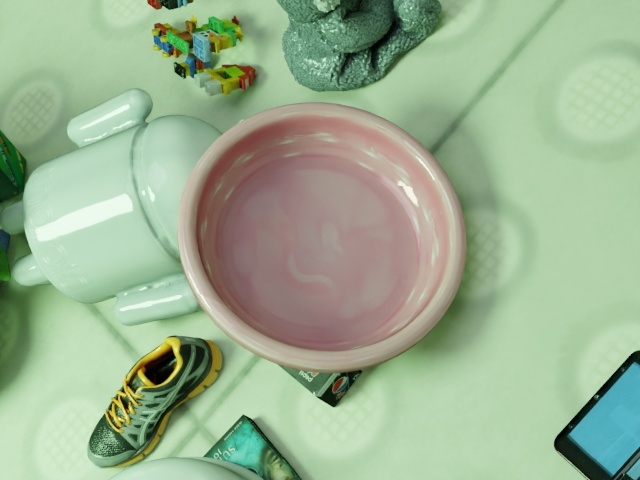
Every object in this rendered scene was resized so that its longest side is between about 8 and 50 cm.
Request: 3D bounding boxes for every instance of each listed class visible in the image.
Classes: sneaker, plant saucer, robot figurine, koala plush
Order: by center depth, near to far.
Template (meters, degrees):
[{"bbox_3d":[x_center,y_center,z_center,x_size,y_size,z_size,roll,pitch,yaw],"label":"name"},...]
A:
[{"bbox_3d":[0.000,0.000,1.327,0.332,0.084,0.332,3,67,-8],"label":"plant saucer"},{"bbox_3d":[-0.223,0.196,1.429,0.215,0.083,0.084,-48,56,2],"label":"sneaker"},{"bbox_3d":[0.004,-0.315,1.458,0.203,0.221,0.196,-48,55,1],"label":"koala plush"},{"bbox_3d":[-0.237,-0.039,1.472,0.354,0.200,0.299,-19,87,20],"label":"robot figurine"}]

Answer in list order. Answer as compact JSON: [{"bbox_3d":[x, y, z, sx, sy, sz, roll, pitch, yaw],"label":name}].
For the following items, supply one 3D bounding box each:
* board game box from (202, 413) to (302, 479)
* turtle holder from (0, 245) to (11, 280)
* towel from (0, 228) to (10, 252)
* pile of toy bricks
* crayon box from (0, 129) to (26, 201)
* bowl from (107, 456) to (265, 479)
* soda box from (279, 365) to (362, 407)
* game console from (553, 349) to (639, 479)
[{"bbox_3d":[-0.116,0.315,1.350,0.186,0.026,0.126,-47,55,1],"label":"board game box"},{"bbox_3d":[-0.548,-0.066,1.466,0.227,0.243,0.320,-15,88,-14],"label":"turtle holder"},{"bbox_3d":[-0.579,0.144,1.677,0.243,0.040,0.336,-4,68,24],"label":"towel"},{"bbox_3d":[-0.159,-0.293,1.622,0.105,0.118,0.212,-19,38,-26],"label":"pile of toy bricks"},{"bbox_3d":[-0.602,-0.104,1.692,0.278,0.165,0.081,-19,46,12],"label":"crayon box"},{"bbox_3d":[-0.172,0.355,1.229,0.298,0.134,0.297,-7,60,12],"label":"bowl"},{"bbox_3d":[-0.032,0.127,1.376,0.169,0.053,0.060,36,87,35],"label":"soda box"},{"bbox_3d":[0.314,0.187,1.149,0.085,0.124,0.144,42,91,9],"label":"game console"}]
